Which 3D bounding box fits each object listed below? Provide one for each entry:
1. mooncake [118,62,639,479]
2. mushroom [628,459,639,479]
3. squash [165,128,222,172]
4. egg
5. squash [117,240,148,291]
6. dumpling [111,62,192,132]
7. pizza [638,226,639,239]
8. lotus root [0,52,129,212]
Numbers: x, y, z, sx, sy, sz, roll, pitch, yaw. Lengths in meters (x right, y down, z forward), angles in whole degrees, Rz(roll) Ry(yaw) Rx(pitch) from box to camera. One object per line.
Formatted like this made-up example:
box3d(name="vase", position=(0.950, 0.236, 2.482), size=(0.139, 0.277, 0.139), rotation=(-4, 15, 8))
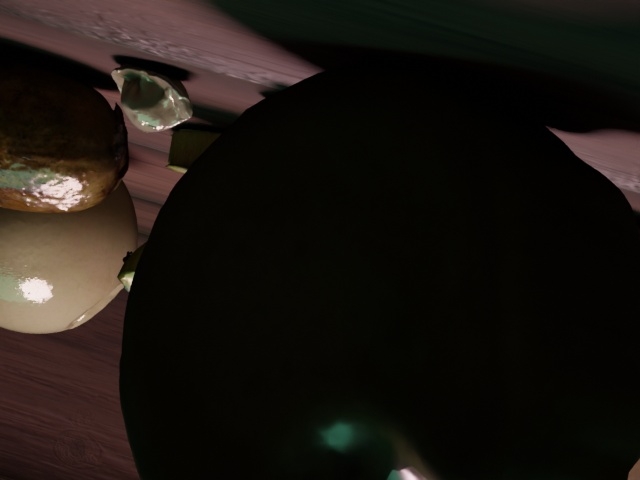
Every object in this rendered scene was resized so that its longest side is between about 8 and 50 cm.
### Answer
box3d(name="mooncake", position=(0.042, 0.064, 1.150), size=(0.351, 0.351, 0.187), rotation=(11, 176, 40))
box3d(name="mushroom", position=(0.334, 0.214, 2.229), size=(0.362, 0.295, 0.362), rotation=(-13, 167, -3))
box3d(name="squash", position=(-0.037, -0.059, 1.658), size=(0.219, 0.041, 0.219), rotation=(15, 178, 0))
box3d(name="egg", position=(-0.306, -0.008, 1.924), size=(0.219, 0.219, 0.269), rotation=(15, 176, 10))
box3d(name="squash", position=(0.000, 0.000, 1.503), size=(0.203, 0.111, 0.288), rotation=(39, 134, -24))
box3d(name="dumpling", position=(-0.131, -0.116, 1.389), size=(0.052, 0.057, 0.076), rotation=(-18, -154, -4))
box3d(name="pizza", position=(0.258, 0.016, 1.456), size=(0.199, 0.062, 0.188), rotation=(7, 164, 12))
box3d(name="lotus root", position=(-0.287, -0.098, 1.519), size=(0.260, 0.128, 0.145), rotation=(10, 159, 4))
